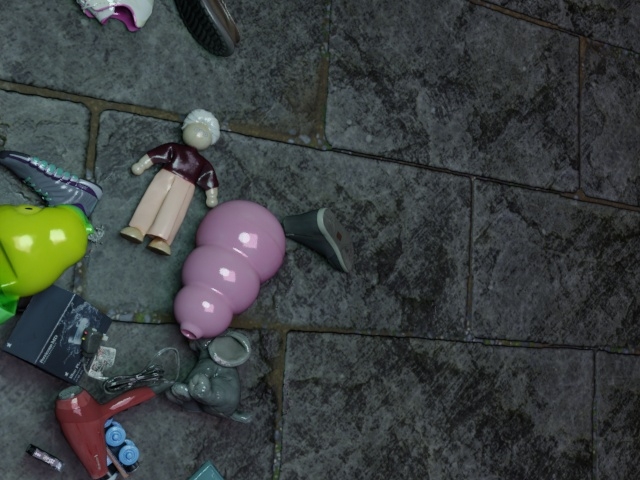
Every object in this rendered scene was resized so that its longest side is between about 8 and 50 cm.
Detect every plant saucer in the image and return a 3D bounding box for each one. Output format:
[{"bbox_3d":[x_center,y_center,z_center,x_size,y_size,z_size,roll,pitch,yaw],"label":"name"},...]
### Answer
[{"bbox_3d":[-0.298,0.582,1.699,0.192,0.018,0.067,-41,104,-25],"label":"plant saucer"}]

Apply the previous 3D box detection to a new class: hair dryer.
[{"bbox_3d":[-0.415,0.335,1.527,0.223,0.080,0.294,23,86,-23],"label":"hair dryer"}]

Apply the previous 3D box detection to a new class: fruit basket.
[{"bbox_3d":[-0.621,0.030,1.384,0.283,0.392,0.392,41,67,-18],"label":"fruit basket"}]

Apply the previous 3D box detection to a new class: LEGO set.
[{"bbox_3d":[-0.495,-0.002,1.651,0.054,0.023,0.083,21,75,-25],"label":"LEGO set"}]

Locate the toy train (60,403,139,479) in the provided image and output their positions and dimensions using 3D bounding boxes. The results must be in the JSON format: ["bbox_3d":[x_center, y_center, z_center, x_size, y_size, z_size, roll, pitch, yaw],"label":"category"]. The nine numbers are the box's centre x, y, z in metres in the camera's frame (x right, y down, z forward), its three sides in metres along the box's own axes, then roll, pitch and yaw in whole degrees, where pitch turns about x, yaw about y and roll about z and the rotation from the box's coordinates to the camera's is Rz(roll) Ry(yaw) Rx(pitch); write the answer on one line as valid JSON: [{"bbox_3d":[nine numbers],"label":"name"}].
[{"bbox_3d":[-0.460,0.425,1.596,0.105,0.080,0.184,-35,101,-19],"label":"toy train"}]

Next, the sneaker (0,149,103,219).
[{"bbox_3d":[-0.572,-0.108,1.591,0.223,0.083,0.098,24,78,-25],"label":"sneaker"}]

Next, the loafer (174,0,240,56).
[{"bbox_3d":[-0.279,-0.608,1.773,0.130,0.133,0.366,-34,101,-27],"label":"loafer"}]

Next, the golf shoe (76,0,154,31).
[{"bbox_3d":[-0.506,-0.558,1.660,0.306,0.115,0.140,13,82,-26],"label":"golf shoe"}]

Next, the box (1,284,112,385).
[{"bbox_3d":[-0.524,0.188,1.531,0.156,0.093,0.158,-65,156,-18],"label":"box"}]

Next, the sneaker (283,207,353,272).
[{"bbox_3d":[0.000,0.000,1.900,0.222,0.118,0.083,60,38,-41],"label":"sneaker"}]

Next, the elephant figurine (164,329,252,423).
[{"bbox_3d":[-0.236,0.259,1.701,0.186,0.169,0.240,53,43,-45],"label":"elephant figurine"}]

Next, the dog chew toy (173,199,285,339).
[{"bbox_3d":[-0.211,0.070,1.676,0.206,0.206,0.332,40,57,-19],"label":"dog chew toy"}]

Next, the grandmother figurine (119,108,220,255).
[{"bbox_3d":[-0.318,-0.139,1.724,0.207,0.104,0.343,29,74,-32],"label":"grandmother figurine"}]

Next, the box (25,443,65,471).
[{"bbox_3d":[-0.555,0.437,1.536,0.067,0.083,0.018,38,68,-21],"label":"box"}]
